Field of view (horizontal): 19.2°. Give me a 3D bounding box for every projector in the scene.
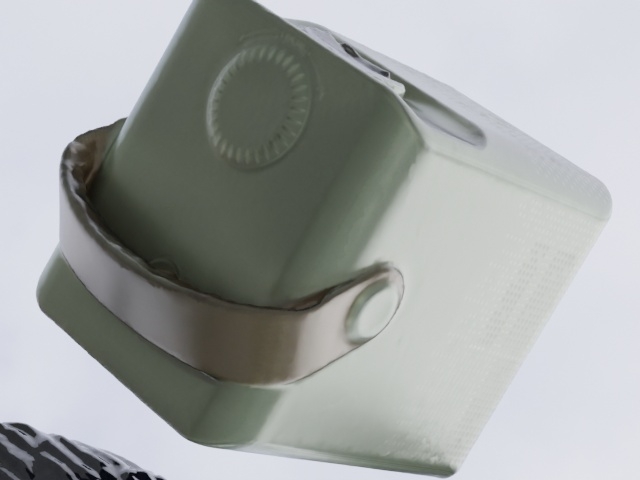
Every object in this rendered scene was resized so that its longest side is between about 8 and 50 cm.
[{"bbox_3d":[0.000,0.000,0.880,0.163,0.242,0.177,36,-78,36],"label":"projector"}]

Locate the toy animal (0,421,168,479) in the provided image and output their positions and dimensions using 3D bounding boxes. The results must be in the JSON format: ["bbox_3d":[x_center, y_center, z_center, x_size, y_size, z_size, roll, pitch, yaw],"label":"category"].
[{"bbox_3d":[-0.120,0.187,0.916,0.185,0.122,0.298,-38,-105,-18],"label":"toy animal"}]
